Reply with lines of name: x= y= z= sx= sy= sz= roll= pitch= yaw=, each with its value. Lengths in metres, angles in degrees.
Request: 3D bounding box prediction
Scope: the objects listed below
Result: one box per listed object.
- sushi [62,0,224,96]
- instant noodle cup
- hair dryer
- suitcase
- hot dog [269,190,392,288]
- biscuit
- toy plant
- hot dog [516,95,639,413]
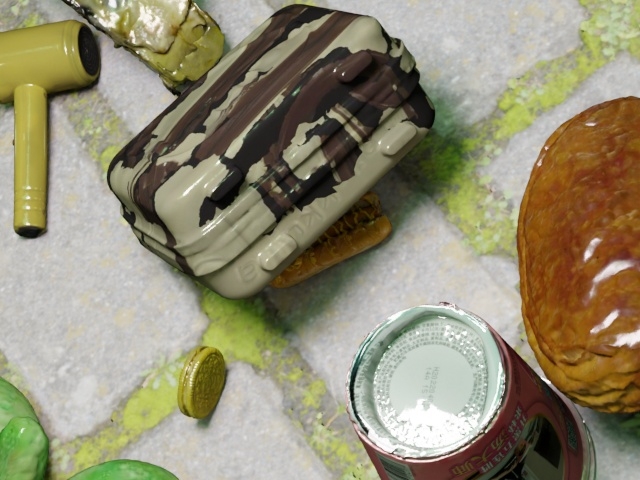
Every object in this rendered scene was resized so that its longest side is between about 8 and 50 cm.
sushi: x=-0.241 y=-0.309 z=2.179 sx=0.291 sy=0.131 sz=0.139 roll=37 pitch=83 yaw=11
instant noodle cup: x=0.139 y=0.185 z=1.757 sx=0.244 sy=0.255 sz=0.244 roll=-9 pitch=61 yaw=16
hair dryer: x=-0.352 y=-0.140 z=2.199 sx=0.135 sy=0.090 sz=0.279 roll=-8 pitch=70 yaw=14
suitcase: x=-0.065 y=-0.108 z=1.988 sx=0.351 sy=0.194 sz=0.339 roll=-43 pitch=26 yaw=-12
hot dog: x=0.000 y=0.000 z=2.015 sx=0.165 sy=0.045 sz=0.071 roll=-26 pitch=61 yaw=7
biscuit: x=-0.134 y=0.159 z=1.967 sx=0.023 sy=0.084 sz=0.084 roll=12 pitch=70 yaw=23
toy plant: x=-0.368 y=0.323 z=1.907 sx=0.317 sy=0.211 sz=0.356 roll=22 pitch=64 yaw=26
hot dog: x=0.334 y=0.021 z=1.794 sx=0.267 sy=0.174 sz=0.388 roll=-7 pitch=46 yaw=5
